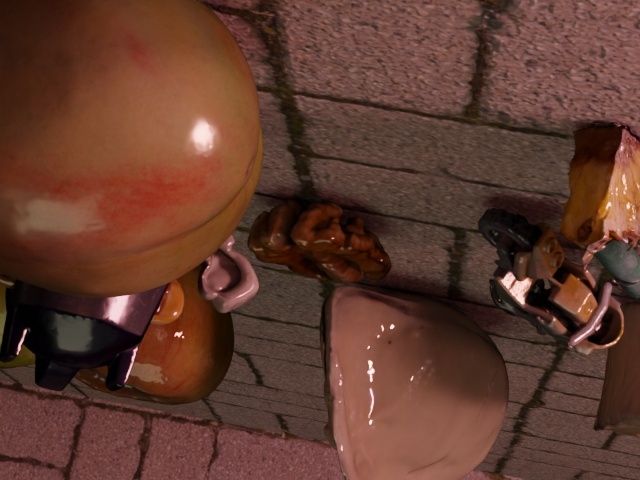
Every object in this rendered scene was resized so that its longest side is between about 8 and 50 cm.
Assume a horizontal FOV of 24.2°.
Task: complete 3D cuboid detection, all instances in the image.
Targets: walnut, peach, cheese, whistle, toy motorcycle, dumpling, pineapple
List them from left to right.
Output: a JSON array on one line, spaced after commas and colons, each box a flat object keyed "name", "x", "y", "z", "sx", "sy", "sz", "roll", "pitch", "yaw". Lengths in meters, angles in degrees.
[{"name": "peach", "x": -0.184, "y": -0.079, "z": 1.134, "sx": 0.292, "sy": 0.247, "sz": 0.292, "roll": -9, "pitch": 176, "yaw": -1}, {"name": "walnut", "x": 0.000, "y": 0.000, "z": 1.646, "sx": 0.143, "sy": 0.069, "sz": 0.170, "roll": 1, "pitch": 164, "yaw": 29}, {"name": "dumpling", "x": 0.109, "y": 0.224, "z": 1.920, "sx": 0.233, "sy": 0.315, "sz": 0.395, "roll": -6, "pitch": 150, "yaw": 26}, {"name": "toy motorcycle", "x": 0.242, "y": 0.044, "z": 1.539, "sx": 0.130, "sy": 0.094, "sz": 0.229, "roll": 27, "pitch": 162, "yaw": 36}, {"name": "pineapple", "x": 0.244, "y": -0.046, "z": 1.257, "sx": 0.069, "sy": 0.137, "sz": 0.116, "roll": -1, "pitch": 119, "yaw": 30}, {"name": "whistle", "x": 0.306, "y": 0.017, "z": 1.538, "sx": 0.039, "sy": 0.039, "sz": 0.186, "roll": 4, "pitch": 164, "yaw": 26}, {"name": "cheese", "x": 0.467, "y": 0.164, "z": 1.692, "sx": 0.292, "sy": 0.153, "sz": 0.332, "roll": 9, "pitch": 174, "yaw": 12}]

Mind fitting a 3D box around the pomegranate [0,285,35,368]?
[{"name": "pomegranate", "x": -0.333, "y": 0.012, "z": 1.628, "sx": 0.260, "sy": 0.260, "sz": 0.341, "roll": 20, "pitch": 160, "yaw": -30}]

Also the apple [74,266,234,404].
[{"name": "apple", "x": -0.240, "y": 0.110, "z": 1.992, "sx": 0.261, "sy": 0.194, "sz": 0.261, "roll": 12, "pitch": 163, "yaw": 4}]

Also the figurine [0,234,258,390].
[{"name": "figurine", "x": -0.206, "y": -0.009, "z": 1.361, "sx": 0.308, "sy": 0.308, "sz": 0.143, "roll": 9, "pitch": 160, "yaw": 9}]
